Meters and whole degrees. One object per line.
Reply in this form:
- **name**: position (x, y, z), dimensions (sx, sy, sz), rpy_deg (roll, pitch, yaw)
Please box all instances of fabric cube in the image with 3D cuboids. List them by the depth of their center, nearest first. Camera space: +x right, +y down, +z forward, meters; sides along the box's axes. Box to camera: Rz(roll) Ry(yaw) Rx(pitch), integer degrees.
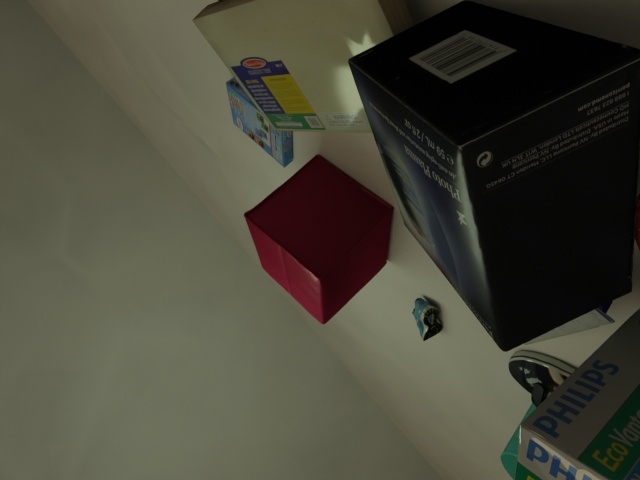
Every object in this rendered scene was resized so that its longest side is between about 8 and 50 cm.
- **fabric cube**: position (0.000, 0.000, 1.187), dimensions (0.259, 0.254, 0.258), rpy_deg (39, 159, 24)

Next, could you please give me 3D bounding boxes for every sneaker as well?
- **sneaker**: position (0.502, 0.336, 0.965), dimensions (0.321, 0.127, 0.126), rpy_deg (20, 148, 56)
- **sneaker**: position (0.288, 0.211, 1.301), dimensions (0.073, 0.063, 0.162), rpy_deg (54, 165, 43)

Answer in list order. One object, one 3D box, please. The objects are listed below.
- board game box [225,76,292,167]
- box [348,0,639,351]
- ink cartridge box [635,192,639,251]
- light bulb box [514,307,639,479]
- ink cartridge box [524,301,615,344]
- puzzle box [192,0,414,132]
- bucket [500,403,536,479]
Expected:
- **board game box**: position (-0.159, -0.309, 1.256), dimensions (0.211, 0.039, 0.160), rpy_deg (41, 159, 16)
- **box**: position (0.196, -0.084, 0.574), dimensions (0.294, 0.182, 0.296), rpy_deg (62, -179, -37)
- **ink cartridge box**: position (0.472, 0.020, 0.434), dimensions (0.197, 0.114, 0.273), rpy_deg (56, 159, -19)
- **light bulb box**: position (0.435, 0.335, 0.612), dimensions (0.225, 0.357, 0.361), rpy_deg (24, 129, 47)
- **ink cartridge box**: position (0.360, 0.087, 0.808), dimensions (0.165, 0.065, 0.333), rpy_deg (44, 170, 13)
- **puzzle box**: position (-0.013, -0.298, 0.797), dimensions (0.408, 0.052, 0.272), rpy_deg (14, 153, 44)
- **bucket**: position (0.558, 0.498, 1.060), dimensions (0.281, 0.183, 0.281), rpy_deg (43, 161, 18)
